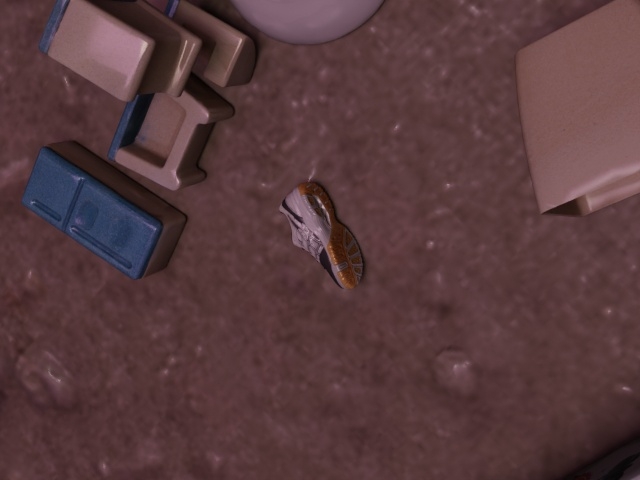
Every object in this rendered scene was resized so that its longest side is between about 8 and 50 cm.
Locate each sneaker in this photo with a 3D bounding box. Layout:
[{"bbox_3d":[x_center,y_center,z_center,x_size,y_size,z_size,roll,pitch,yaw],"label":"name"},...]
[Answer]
[{"bbox_3d":[0.000,0.000,0.686,0.037,0.032,0.083,-31,84,39],"label":"sneaker"}]

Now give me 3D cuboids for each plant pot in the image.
[{"bbox_3d":[0.173,-0.079,0.555,0.109,0.109,0.096,-25,79,26],"label":"plant pot"}]

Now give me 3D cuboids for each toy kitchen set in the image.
[{"bbox_3d":[-0.160,-0.076,0.657,0.122,0.166,0.207,32,112,13],"label":"toy kitchen set"}]

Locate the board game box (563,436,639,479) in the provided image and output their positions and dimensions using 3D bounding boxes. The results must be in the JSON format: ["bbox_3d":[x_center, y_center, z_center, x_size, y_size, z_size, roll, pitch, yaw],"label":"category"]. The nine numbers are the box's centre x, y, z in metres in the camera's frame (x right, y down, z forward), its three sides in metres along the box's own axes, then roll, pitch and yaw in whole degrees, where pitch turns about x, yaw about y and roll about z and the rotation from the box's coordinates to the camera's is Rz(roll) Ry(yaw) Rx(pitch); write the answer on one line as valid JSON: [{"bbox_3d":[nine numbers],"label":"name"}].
[{"bbox_3d":[0.225,0.236,0.569,0.224,0.097,0.303,52,125,8],"label":"board game box"}]

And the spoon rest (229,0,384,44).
[{"bbox_3d":[-0.040,-0.263,0.625,0.137,0.084,0.276,-16,108,26],"label":"spoon rest"}]
